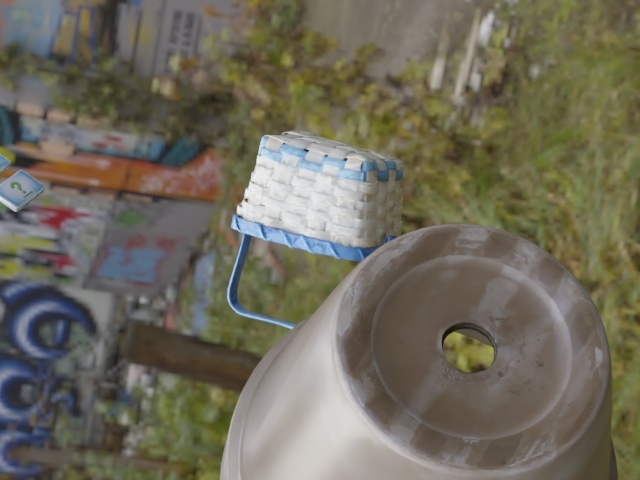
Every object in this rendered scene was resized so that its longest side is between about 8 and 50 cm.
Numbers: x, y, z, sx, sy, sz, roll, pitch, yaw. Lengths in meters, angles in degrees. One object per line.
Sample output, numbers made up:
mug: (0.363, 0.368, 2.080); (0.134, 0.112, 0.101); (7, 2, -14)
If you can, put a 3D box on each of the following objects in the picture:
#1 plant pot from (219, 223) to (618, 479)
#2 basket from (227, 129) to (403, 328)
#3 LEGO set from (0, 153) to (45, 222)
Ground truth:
plant pot: (0.086, 0.137, 1.017); (0.280, 0.323, 0.323); (97, 175, -60)
basket: (0.000, 0.000, 1.957); (0.201, 0.255, 0.289); (-2, -72, -64)
LEGO set: (-0.534, -0.085, 1.967); (0.244, 0.182, 0.060); (-48, -9, -52)
